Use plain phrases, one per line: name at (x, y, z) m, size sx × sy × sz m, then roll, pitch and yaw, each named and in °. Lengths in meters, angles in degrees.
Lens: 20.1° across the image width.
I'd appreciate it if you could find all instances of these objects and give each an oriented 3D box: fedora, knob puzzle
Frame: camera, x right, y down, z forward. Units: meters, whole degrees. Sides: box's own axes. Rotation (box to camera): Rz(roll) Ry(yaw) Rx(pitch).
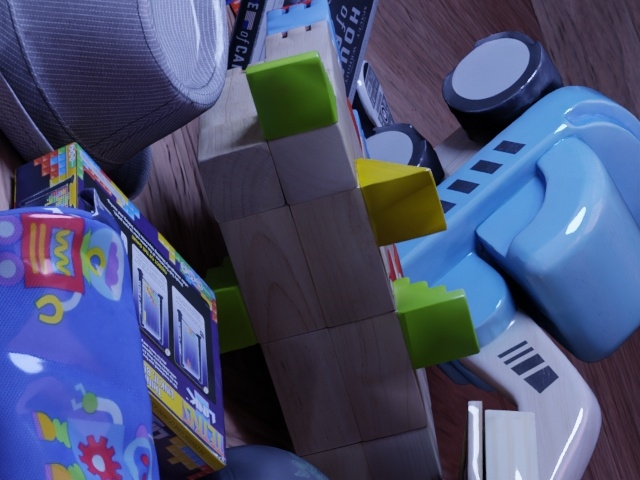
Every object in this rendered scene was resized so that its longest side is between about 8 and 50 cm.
fedora at (-0.142, -0.163, 1.163) m, size 0.244 × 0.124 × 0.275 m, roll 45°, pitch 27°, yaw -52°
knob puzzle at (0.091, 0.237, 1.248) m, size 0.213 × 0.030 × 0.213 m, roll 3°, pitch 90°, yaw -89°

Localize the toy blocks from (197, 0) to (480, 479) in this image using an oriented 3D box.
toy blocks at (0.000, 0.000, 1.325) m, size 0.261 × 0.191 × 0.381 m, roll -94°, pitch 169°, yaw -63°

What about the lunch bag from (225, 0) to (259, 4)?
lunch bag at (-0.085, -0.247, 1.403) m, size 0.096 × 0.151 × 0.129 m, roll 50°, pitch 22°, yaw -43°

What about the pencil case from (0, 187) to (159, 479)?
pencil case at (-0.122, 0.132, 0.835) m, size 0.133 × 0.119 × 0.306 m, roll 13°, pitch 55°, yaw -50°

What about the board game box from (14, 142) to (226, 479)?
board game box at (-0.120, 0.047, 1.086) m, size 0.170 × 0.048 × 0.141 m, roll 51°, pitch 25°, yaw -43°

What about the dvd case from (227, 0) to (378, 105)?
dvd case at (-0.018, -0.157, 1.544) m, size 0.239 × 0.030 × 0.179 m, roll 18°, pitch 86°, yaw -68°

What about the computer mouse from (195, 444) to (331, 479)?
computer mouse at (-0.010, 0.221, 1.075) m, size 0.188 × 0.072 × 0.272 m, roll 25°, pitch 34°, yaw -31°

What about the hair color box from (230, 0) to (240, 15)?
hair color box at (-0.077, -0.285, 1.656) m, size 0.167 × 0.053 × 0.093 m, roll 65°, pitch 18°, yaw -10°

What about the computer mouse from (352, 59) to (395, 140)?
computer mouse at (0.059, -0.098, 1.851) m, size 0.106 × 0.042 × 0.193 m, roll -74°, pitch 143°, yaw -58°

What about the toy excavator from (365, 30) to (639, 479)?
toy excavator at (0.176, 0.070, 1.605) m, size 0.222 × 0.433 × 0.445 m, roll 54°, pitch -7°, yaw -37°

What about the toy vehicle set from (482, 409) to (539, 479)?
toy vehicle set at (0.123, 0.266, 1.198) m, size 0.267 × 0.035 × 0.166 m, roll -86°, pitch 178°, yaw -46°
